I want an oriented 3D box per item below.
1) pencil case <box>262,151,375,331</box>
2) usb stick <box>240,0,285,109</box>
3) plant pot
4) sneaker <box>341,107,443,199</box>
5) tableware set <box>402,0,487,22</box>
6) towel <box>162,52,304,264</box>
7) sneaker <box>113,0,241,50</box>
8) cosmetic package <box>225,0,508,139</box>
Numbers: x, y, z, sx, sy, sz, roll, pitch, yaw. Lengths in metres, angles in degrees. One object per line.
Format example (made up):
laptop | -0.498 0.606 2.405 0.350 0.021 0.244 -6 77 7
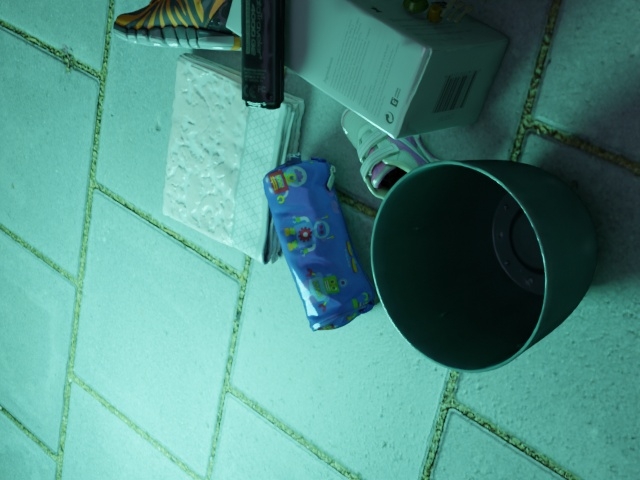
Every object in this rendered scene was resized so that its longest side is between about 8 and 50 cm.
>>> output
pencil case | 0.000 0.000 1.865 0.133 0.119 0.306 -20 86 23
usb stick | -0.086 -0.337 1.618 0.077 0.045 0.278 12 109 33
plant pot | 0.257 0.018 1.547 0.293 0.235 0.293 11 107 40
sneaker | 0.112 -0.133 1.730 0.252 0.111 0.103 47 128 25
tableware set | 0.193 -0.368 1.579 0.104 0.154 0.024 28 148 20
towel | -0.179 -0.153 2.039 0.317 0.053 0.332 27 117 36
sneaker | -0.249 -0.447 1.999 0.321 0.124 0.180 9 102 30
cosmetic package | 0.065 -0.319 1.660 0.385 0.217 0.156 38 124 28
